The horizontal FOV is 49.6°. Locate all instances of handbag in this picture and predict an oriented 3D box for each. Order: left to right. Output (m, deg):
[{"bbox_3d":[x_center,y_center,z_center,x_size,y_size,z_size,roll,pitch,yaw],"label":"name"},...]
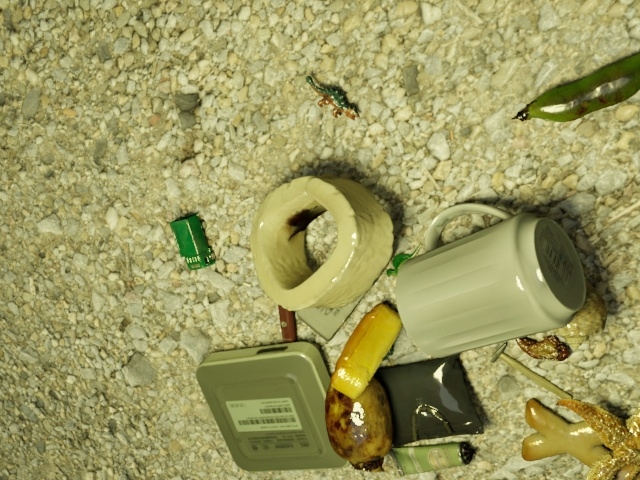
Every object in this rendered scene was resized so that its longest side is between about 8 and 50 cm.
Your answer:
[{"bbox_3d":[0.256,0.396,1.698,0.254,0.089,0.211,-18,89,30],"label":"handbag"}]

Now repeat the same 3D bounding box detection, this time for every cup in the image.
[{"bbox_3d":[0.350,0.059,1.456,0.327,0.237,0.322,-26,59,40],"label":"cup"}]

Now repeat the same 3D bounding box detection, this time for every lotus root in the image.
[{"bbox_3d":[0.090,0.427,1.699,0.169,0.141,0.314,-9,89,39],"label":"lotus root"}]

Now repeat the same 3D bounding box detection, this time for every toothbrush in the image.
[{"bbox_3d":[-0.084,0.239,1.815,0.041,0.041,0.363,3,113,22],"label":"toothbrush"}]

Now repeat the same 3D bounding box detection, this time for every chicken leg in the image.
[{"bbox_3d":[0.492,0.238,1.575,0.145,0.037,0.062,11,89,19],"label":"chicken leg"}]

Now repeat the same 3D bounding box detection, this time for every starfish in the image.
[{"bbox_3d":[0.649,0.487,1.517,0.302,0.084,0.293,0,106,-7],"label":"starfish"}]

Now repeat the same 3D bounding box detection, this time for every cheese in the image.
[{"bbox_3d":[-0.003,-0.002,1.573,0.332,0.153,0.292,-35,65,36],"label":"cheese"}]

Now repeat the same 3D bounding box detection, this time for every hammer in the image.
[{"bbox_3d":[0.495,0.311,1.609,0.199,0.013,0.062,33,117,10],"label":"hammer"}]

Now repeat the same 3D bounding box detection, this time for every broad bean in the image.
[{"bbox_3d":[0.539,-0.293,1.362,0.339,0.061,0.077,-20,87,27],"label":"broad bean"}]

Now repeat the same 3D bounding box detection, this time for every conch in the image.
[{"bbox_3d":[0.522,0.127,1.472,0.155,0.130,0.207,-5,87,10],"label":"conch"}]

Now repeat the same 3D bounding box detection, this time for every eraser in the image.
[{"bbox_3d":[0.057,0.114,1.694,0.111,0.077,0.352,38,118,7],"label":"eraser"}]

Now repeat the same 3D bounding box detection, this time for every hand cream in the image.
[{"bbox_3d":[0.283,0.555,1.762,0.235,0.055,0.086,-20,96,34],"label":"hand cream"}]

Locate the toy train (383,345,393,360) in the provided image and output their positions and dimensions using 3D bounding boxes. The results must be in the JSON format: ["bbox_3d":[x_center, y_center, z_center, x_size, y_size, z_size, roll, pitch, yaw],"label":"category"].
[{"bbox_3d":[0.137,0.279,1.737,0.103,0.044,0.064,-41,78,28],"label":"toy train"}]

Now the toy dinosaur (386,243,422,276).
[{"bbox_3d":[0.200,0.051,1.644,0.060,0.029,0.119,41,117,25],"label":"toy dinosaur"}]

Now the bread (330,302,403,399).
[{"bbox_3d":[0.107,0.256,1.641,0.094,0.245,0.102,32,153,5],"label":"bread"}]

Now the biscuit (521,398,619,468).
[{"bbox_3d":[0.577,0.459,1.606,0.208,0.047,0.164,6,107,21],"label":"biscuit"}]

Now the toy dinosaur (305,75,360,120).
[{"bbox_3d":[0.025,-0.322,1.577,0.154,0.049,0.055,39,120,1],"label":"toy dinosaur"}]

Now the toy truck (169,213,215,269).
[{"bbox_3d":[-0.331,0.006,1.822,0.065,0.079,0.147,-10,105,25],"label":"toy truck"}]

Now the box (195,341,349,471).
[{"bbox_3d":[-0.123,0.459,1.859,0.367,0.090,0.373,-12,109,27],"label":"box"}]
